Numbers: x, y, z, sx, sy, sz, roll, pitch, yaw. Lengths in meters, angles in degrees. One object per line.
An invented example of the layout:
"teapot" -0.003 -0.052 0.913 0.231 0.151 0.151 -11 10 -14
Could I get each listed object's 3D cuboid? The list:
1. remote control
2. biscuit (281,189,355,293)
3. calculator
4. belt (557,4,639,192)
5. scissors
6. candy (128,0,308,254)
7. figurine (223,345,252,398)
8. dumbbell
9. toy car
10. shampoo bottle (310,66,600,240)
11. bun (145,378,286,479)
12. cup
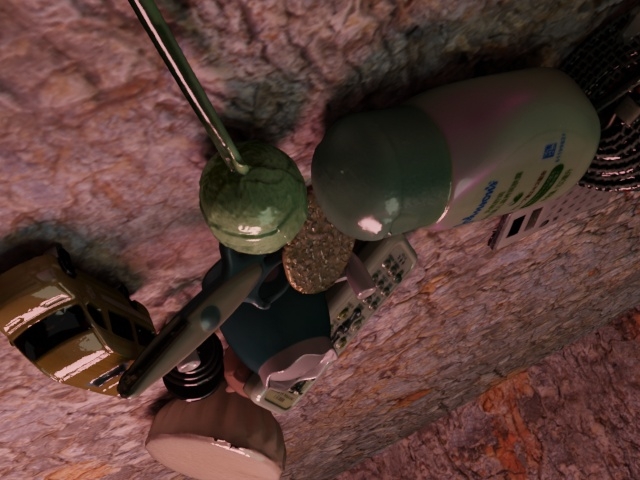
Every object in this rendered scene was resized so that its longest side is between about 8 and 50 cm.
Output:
"remote control" 0.015 0.120 1.291 0.335 0.065 0.128 -49 152 -4
"biscuit" 0.000 0.000 1.093 0.152 0.020 0.152 -26 125 -44
"calculator" 0.431 -0.065 1.532 0.261 0.021 0.161 -23 157 -11
"belt" 0.411 -0.168 1.058 0.150 0.207 0.257 -6 157 -46
"scissors" -0.135 0.083 1.014 0.289 0.041 0.138 -46 131 -25
"candy" -0.101 -0.114 0.761 0.119 0.119 0.440 -27 151 -2
"figurine" -0.100 0.210 1.391 0.125 0.125 0.138 -15 -167 -27
"dumbbell" -0.195 0.184 1.267 0.099 0.099 0.208 -21 157 -15
"toy car" -0.278 0.104 0.973 0.101 0.124 0.257 -30 158 3
"shampoo bottle" 0.151 -0.097 0.992 0.349 0.151 0.222 -13 155 -28
"bun" -0.177 0.336 1.548 0.263 0.175 0.263 9 147 6
"cup" -0.060 0.109 1.162 0.299 0.173 0.167 -21 155 -14
